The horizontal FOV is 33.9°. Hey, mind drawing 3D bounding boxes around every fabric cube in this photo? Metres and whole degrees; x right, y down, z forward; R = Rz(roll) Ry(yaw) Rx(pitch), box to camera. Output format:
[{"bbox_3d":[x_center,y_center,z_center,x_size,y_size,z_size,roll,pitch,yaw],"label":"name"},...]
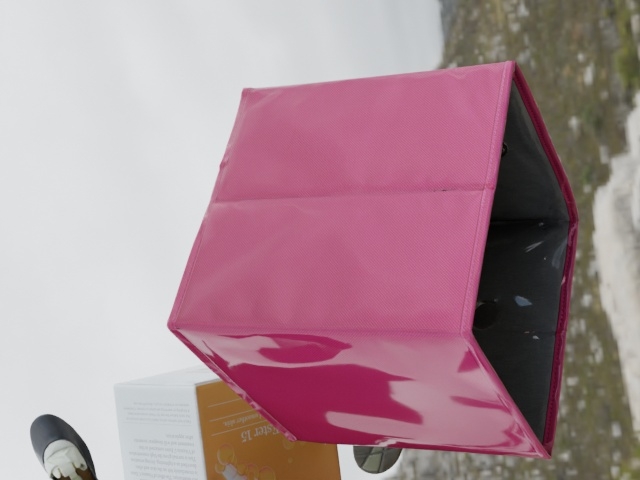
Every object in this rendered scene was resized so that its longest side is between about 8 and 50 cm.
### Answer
[{"bbox_3d":[0.065,0.024,0.929,0.254,0.258,0.259,51,-135,-49],"label":"fabric cube"}]

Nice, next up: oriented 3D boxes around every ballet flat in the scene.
[{"bbox_3d":[-0.357,0.345,1.531,0.203,0.074,0.074,64,-167,-10],"label":"ballet flat"}]

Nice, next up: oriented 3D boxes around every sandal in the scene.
[{"bbox_3d":[0.108,0.283,1.765,0.060,0.090,0.219,5,-92,-63],"label":"sandal"}]

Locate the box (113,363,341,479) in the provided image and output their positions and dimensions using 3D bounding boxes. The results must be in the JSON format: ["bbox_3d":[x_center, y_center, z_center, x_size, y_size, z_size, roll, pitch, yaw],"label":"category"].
[{"bbox_3d":[-0.102,0.326,1.291,0.215,0.168,0.345,-8,-89,-45],"label":"box"}]
